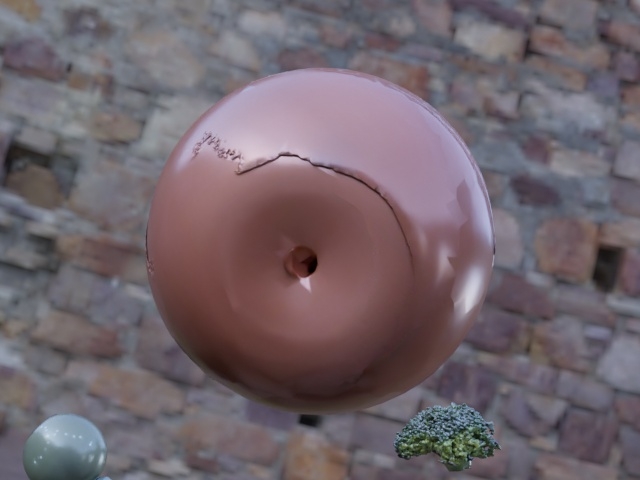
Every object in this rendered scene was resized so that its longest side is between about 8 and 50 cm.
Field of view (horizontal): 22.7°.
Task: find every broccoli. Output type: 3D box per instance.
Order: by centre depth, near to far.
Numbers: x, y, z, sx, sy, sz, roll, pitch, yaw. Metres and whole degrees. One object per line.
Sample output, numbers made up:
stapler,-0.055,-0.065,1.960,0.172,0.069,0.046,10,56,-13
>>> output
broccoli,0.136,0.222,1.738,0.095,0.097,0.092,33,-34,62

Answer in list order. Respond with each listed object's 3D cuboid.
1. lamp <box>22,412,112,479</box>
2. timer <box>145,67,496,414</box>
lamp,-0.246,0.261,1.708,0.163,0.091,0.091,46,-9,9
timer,0.000,0.000,1.050,0.230,0.229,0.215,13,8,4
